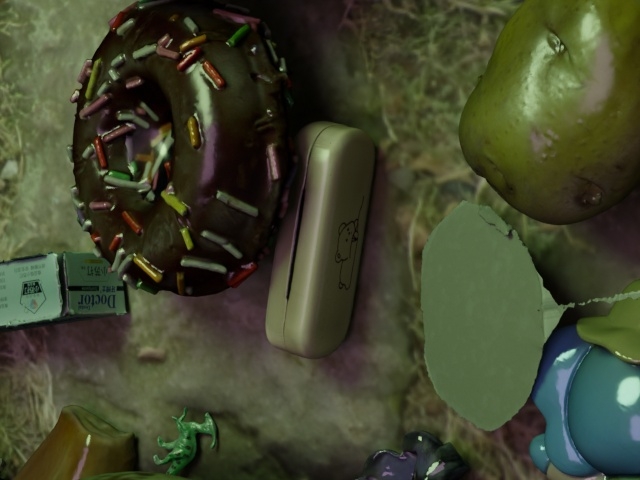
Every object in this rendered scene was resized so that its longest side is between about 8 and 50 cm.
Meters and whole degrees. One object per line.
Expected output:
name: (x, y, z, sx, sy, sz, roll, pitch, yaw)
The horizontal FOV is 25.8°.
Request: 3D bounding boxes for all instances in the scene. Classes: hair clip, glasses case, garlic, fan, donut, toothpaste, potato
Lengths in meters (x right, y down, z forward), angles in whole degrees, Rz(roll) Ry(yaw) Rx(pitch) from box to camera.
hair clip: (0.060, 0.247, 1.171, 0.124, 0.052, 0.195, 51, 121, 22)
glasses case: (0.000, 0.000, 1.161, 0.050, 0.083, 0.196, 13, 102, 27)
garlic: (-0.273, 0.305, 1.342, 0.143, 0.112, 0.318, 38, 100, 24)
fan: (0.155, 0.051, 1.029, 0.310, 0.010, 0.182, -12, 82, 63)
donut: (-0.124, -0.078, 1.173, 0.270, 0.103, 0.269, 4, 95, 53)
toothpaste: (-0.336, 0.058, 1.353, 0.313, 0.089, 0.071, -10, 83, 30)
potato: (0.190, -0.111, 1.012, 0.154, 0.137, 0.200, 46, 115, 19)

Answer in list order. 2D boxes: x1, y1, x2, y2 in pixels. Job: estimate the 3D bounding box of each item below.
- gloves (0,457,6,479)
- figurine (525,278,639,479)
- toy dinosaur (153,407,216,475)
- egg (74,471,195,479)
gloves: (-0.395, 0.199, 1.357, 0.127, 0.111, 0.212, -5, 115, 42)
figurine: (0.230, 0.153, 1.006, 0.180, 0.154, 0.262, 26, 95, 54)
toy dinosaur: (-0.122, 0.195, 1.284, 0.062, 0.021, 0.083, -7, 90, 17)
egg: (-0.128, 0.396, 1.124, 0.345, 0.345, 0.428, -21, 100, 29)
